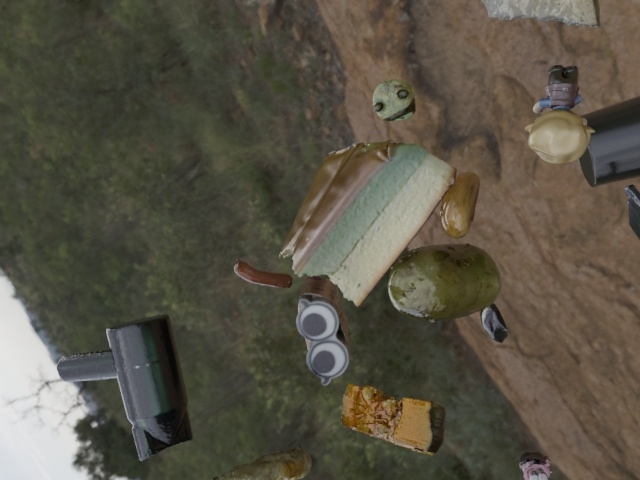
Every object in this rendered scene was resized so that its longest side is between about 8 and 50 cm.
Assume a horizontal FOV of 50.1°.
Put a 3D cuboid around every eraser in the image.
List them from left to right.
[{"bbox_3d":[0.007,0.167,1.382,0.290,0.087,0.171,-82,-24,-85],"label":"eraser"}]

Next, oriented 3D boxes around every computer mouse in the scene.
[{"bbox_3d":[0.480,0.234,1.907,0.099,0.057,0.172,65,-176,34],"label":"computer mouse"}]

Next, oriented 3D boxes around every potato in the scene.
[{"bbox_3d":[0.269,0.095,1.537,0.210,0.307,0.173,-13,79,42],"label":"potato"}]

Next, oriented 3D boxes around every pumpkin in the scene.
[{"bbox_3d":[0.217,0.496,1.894,0.280,0.139,0.190,23,163,-26],"label":"pumpkin"}]

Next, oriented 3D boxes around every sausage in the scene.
[{"bbox_3d":[-0.139,0.086,1.679,0.177,0.047,0.040,17,-166,-41],"label":"sausage"}]

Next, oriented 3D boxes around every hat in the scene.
[{"bbox_3d":[0.133,-0.261,1.272,0.077,0.059,0.076,-3,96,23],"label":"hat"}]

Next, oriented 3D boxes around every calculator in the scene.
[{"bbox_3d":[0.731,0.009,1.474,0.161,0.021,0.261,56,-167,-50],"label":"calculator"}]

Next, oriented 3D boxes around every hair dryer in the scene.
[{"bbox_3d":[-0.383,0.280,1.296,0.302,0.116,0.244,-11,90,34],"label":"hair dryer"}]

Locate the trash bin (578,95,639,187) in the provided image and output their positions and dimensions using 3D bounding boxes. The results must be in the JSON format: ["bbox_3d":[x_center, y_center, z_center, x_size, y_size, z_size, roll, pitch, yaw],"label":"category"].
[{"bbox_3d":[0.781,-0.251,1.602,0.214,0.334,0.214,-16,-90,-77],"label":"trash bin"}]

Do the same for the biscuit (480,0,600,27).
[{"bbox_3d":[0.481,-0.552,1.510,0.290,0.038,0.141,21,119,35],"label":"biscuit"}]

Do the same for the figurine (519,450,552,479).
[{"bbox_3d":[0.484,0.506,1.530,0.129,0.072,0.054,12,-115,-80],"label":"figurine"}]

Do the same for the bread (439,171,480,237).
[{"bbox_3d":[0.301,-0.080,1.491,0.077,0.189,0.114,2,128,20],"label":"bread"}]

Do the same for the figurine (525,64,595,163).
[{"bbox_3d":[0.473,-0.250,1.360,0.108,0.114,0.196,103,171,-74],"label":"figurine"}]

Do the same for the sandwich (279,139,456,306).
[{"bbox_3d":[0.049,-0.020,0.860,0.108,0.186,0.220,28,166,-21],"label":"sandwich"}]

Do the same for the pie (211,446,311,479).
[{"bbox_3d":[-0.143,0.400,1.100,0.274,0.274,0.055,112,138,-65],"label":"pie"}]
